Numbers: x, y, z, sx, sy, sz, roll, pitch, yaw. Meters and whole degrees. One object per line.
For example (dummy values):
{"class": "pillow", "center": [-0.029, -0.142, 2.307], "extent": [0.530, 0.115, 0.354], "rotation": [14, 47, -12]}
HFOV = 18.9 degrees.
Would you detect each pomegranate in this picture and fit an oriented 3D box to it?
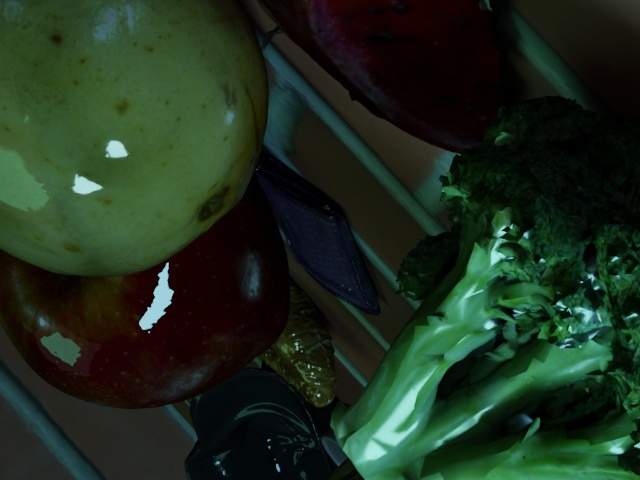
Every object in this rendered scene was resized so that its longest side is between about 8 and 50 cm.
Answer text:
{"class": "pomegranate", "center": [-0.198, -0.124, 1.554], "extent": [0.319, 0.319, 0.319], "rotation": [44, 166, 14]}

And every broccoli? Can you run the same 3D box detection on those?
{"class": "broccoli", "center": [0.152, 0.071, 1.095], "extent": [0.308, 0.275, 0.308], "rotation": [55, -168, -18]}

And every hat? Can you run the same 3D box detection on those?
{"class": "hat", "center": [-0.031, 0.230, 2.378], "extent": [0.238, 0.209, 0.336], "rotation": [21, 139, 18]}

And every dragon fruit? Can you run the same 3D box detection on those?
{"class": "dragon fruit", "center": [-0.004, -0.186, 1.202], "extent": [0.282, 0.100, 0.343], "rotation": [43, 165, 36]}

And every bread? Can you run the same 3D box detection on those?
{"class": "bread", "center": [-0.047, 0.085, 2.116], "extent": [0.233, 0.076, 0.105], "rotation": [50, 156, 19]}

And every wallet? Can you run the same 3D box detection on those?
{"class": "wallet", "center": [-0.001, 0.001, 1.835], "extent": [0.111, 0.030, 0.166], "rotation": [38, 163, 38]}

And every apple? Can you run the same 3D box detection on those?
{"class": "apple", "center": [-0.171, 0.021, 1.841], "extent": [0.288, 0.288, 0.317], "rotation": [42, -175, 23]}

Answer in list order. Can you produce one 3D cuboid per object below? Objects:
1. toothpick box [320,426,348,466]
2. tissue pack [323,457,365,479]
{"class": "toothpick box", "center": [0.086, 0.167, 1.777], "extent": [0.098, 0.149, 0.098], "rotation": [45, 166, 14]}
{"class": "tissue pack", "center": [0.147, 0.180, 1.355], "extent": [0.200, 0.275, 0.167], "rotation": [50, 164, -8]}
